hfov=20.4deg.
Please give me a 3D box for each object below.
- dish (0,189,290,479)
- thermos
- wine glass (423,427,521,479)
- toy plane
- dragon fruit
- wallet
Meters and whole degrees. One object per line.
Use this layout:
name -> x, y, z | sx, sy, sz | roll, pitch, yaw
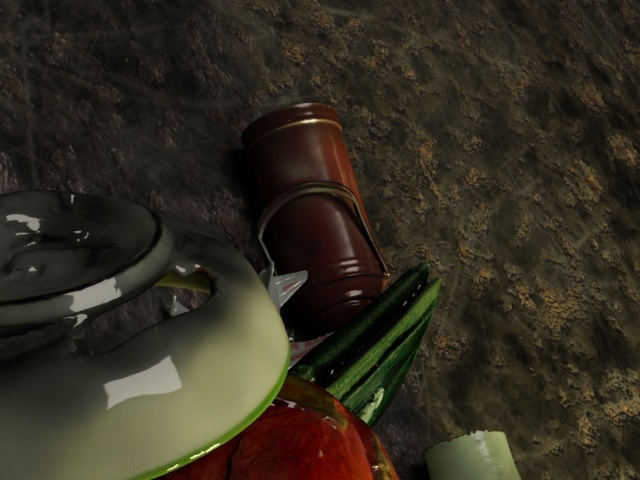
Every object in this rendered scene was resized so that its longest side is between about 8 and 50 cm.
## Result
dish -> -0.188, 0.044, 1.203 | 0.324, 0.324, 0.124 | -40, 130, -50
thermos -> 0.003, -0.001, 1.615 | 0.124, 0.099, 0.232 | 44, 27, -69
wine glass -> 0.153, 0.272, 1.572 | 0.093, 0.093, 0.202 | 8, 59, -42
toy plane -> -0.050, 0.095, 1.503 | 0.162, 0.065, 0.171 | 9, 65, -12
dragon fruit -> -0.064, 0.226, 1.248 | 0.342, 0.277, 0.277 | 55, 15, -72
wallet -> 0.024, 0.131, 1.498 | 0.055, 0.160, 0.236 | 32, 37, 18
